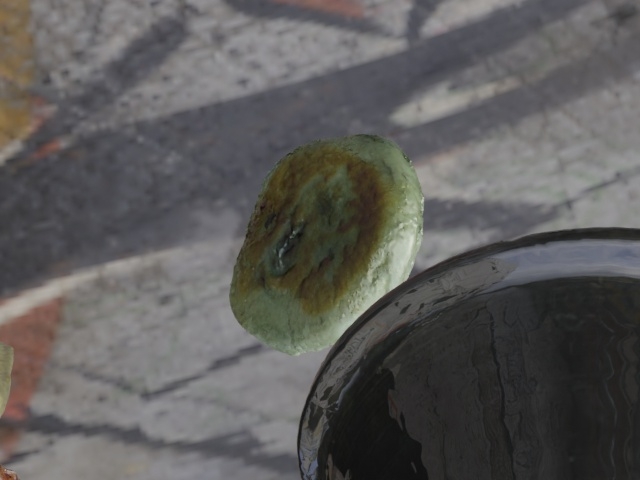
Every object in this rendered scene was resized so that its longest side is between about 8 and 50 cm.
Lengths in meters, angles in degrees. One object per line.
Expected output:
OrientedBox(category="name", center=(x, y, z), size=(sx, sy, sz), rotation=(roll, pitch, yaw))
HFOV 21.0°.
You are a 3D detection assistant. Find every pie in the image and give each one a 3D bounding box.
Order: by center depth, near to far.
OrientedBox(category="pie", center=(0.000, 0.000, 1.319), size=(0.187, 0.187, 0.041), rotation=(-28, 142, 30))

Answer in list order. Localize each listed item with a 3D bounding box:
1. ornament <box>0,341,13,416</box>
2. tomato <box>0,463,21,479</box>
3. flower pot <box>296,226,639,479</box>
OrientedBox(category="ornament", center=(-0.216, 0.030, 0.630), size=(0.201, 0.180, 0.059), rotation=(19, 107, -15))
OrientedBox(category="tomato", center=(-0.224, 0.102, 0.783), size=(0.095, 0.236, 0.237), rotation=(-56, 163, -14))
OrientedBox(category="flower pot", center=(0.102, 0.128, 0.634), size=(0.235, 0.148, 0.235), rotation=(3, 131, 3))
